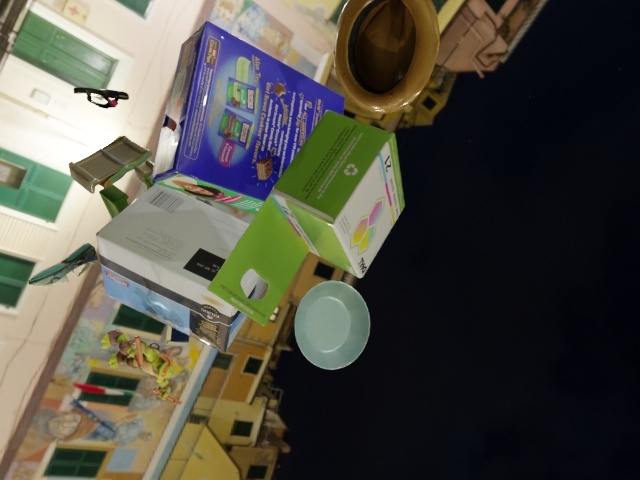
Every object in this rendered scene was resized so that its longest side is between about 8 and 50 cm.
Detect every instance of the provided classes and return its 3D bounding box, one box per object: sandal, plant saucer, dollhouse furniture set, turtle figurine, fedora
[{"bbox_3d":[-0.479,-0.310,1.005,0.179,0.067,0.040,-82,171,-75],"label":"sandal"},{"bbox_3d":[0.022,0.189,1.032,0.037,0.194,0.195,-15,-122,61],"label":"plant saucer"},{"bbox_3d":[-0.543,-0.151,1.304,0.301,0.151,0.197,31,-125,32],"label":"dollhouse furniture set"},{"bbox_3d":[-0.431,0.282,1.113,0.217,0.270,0.087,14,-132,27],"label":"turtle figurine"},{"bbox_3d":[0.109,-0.298,0.707,0.194,0.079,0.194,18,-60,33],"label":"fedora"}]

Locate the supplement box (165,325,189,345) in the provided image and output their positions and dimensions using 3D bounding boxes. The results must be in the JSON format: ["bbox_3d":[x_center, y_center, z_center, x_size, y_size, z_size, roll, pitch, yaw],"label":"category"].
[{"bbox_3d":[-0.443,0.282,1.430,0.083,0.056,0.083,-36,-131,54],"label":"supplement box"}]

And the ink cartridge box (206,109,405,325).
[{"bbox_3d":[0.000,0.000,0.584,0.097,0.189,0.255,26,-104,23],"label":"ink cartridge box"}]

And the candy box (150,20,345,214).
[{"bbox_3d":[-0.120,-0.195,0.861,0.122,0.317,0.268,-2,-105,51],"label":"candy box"}]

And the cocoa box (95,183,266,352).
[{"bbox_3d":[-0.317,0.065,1.120,0.231,0.347,0.228,-60,172,-45],"label":"cocoa box"}]

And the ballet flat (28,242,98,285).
[{"bbox_3d":[-0.669,0.079,1.213,0.070,0.070,0.188,-21,-163,44],"label":"ballet flat"}]
